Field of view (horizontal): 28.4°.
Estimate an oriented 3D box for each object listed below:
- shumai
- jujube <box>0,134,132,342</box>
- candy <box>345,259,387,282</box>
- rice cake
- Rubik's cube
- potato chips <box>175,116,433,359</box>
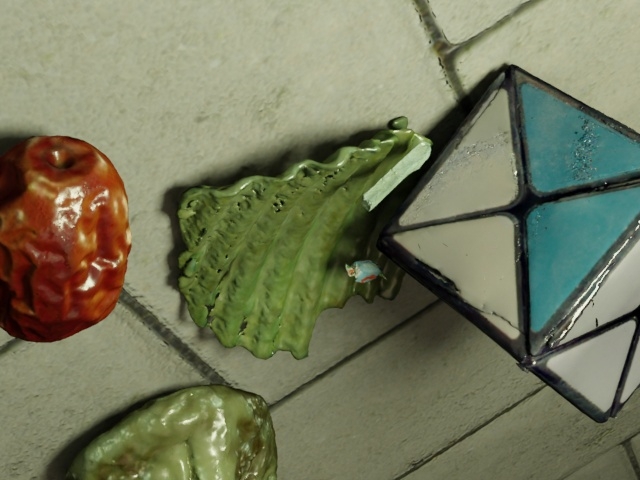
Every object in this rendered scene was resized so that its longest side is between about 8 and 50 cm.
[{"bbox_3d":[-0.171,0.426,1.835,0.324,0.323,0.397,-21,146,-11],"label":"shumai"},{"bbox_3d":[-0.286,0.003,1.343,0.174,0.174,0.250,-11,144,-27],"label":"jujube"},{"bbox_3d":[0.059,0.041,1.625,0.020,0.030,0.083,-45,158,25],"label":"candy"},{"bbox_3d":[0.091,-0.077,1.510,0.121,0.021,0.022,-43,164,-29],"label":"rice cake"},{"bbox_3d":[0.302,0.002,1.613,0.305,0.307,0.310,-52,144,2],"label":"Rubik's cube"},{"bbox_3d":[-0.002,-0.005,1.614,0.373,0.097,0.389,-24,147,-13],"label":"potato chips"}]
